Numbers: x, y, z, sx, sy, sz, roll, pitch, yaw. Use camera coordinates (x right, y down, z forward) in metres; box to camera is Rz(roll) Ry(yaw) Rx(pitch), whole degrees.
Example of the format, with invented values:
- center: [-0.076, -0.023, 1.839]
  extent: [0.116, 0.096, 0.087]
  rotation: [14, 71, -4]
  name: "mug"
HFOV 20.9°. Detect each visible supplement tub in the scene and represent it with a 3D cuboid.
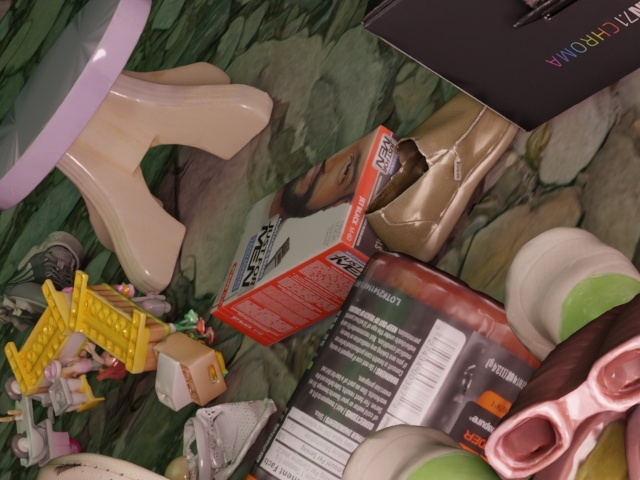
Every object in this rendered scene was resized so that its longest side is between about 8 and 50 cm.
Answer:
- center: [0.026, 0.112, 0.853]
  extent: [0.198, 0.106, 0.106]
  rotation: [-61, 21, -4]
  name: "supplement tub"

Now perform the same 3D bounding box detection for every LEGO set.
- center: [-0.141, 0.084, 1.330]
  extent: [0.287, 0.107, 0.132]
  rotation: [-25, 73, 49]
  name: "LEGO set"

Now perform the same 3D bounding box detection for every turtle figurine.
- center: [0.135, 0.103, 0.490]
  extent: [0.266, 0.274, 0.198]
  rotation: [-151, 68, -67]
  name: "turtle figurine"

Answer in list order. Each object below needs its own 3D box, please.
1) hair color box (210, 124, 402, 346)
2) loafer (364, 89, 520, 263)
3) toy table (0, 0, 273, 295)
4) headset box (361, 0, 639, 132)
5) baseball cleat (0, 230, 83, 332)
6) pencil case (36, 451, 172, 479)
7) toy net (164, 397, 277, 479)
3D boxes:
- center: [0.000, 0.000, 1.136]
  extent: [0.167, 0.053, 0.093]
  rotation: [-28, 36, 52]
  name: "hair color box"
- center: [0.076, -0.055, 1.040]
  extent: [0.148, 0.050, 0.056]
  rotation: [-62, 21, -7]
  name: "loafer"
- center: [-0.171, -0.089, 1.493]
  extent: [0.274, 0.161, 0.252]
  rotation: [-29, 36, 54]
  name: "toy table"
- center: [0.165, -0.225, 0.957]
  extent: [0.246, 0.131, 0.283]
  rotation: [-30, 36, 54]
  name: "headset box"
- center: [-0.261, 0.037, 1.653]
  extent: [0.109, 0.072, 0.206]
  rotation: [-58, 23, -15]
  name: "baseball cleat"
- center: [-0.159, 0.320, 0.910]
  extent: [0.410, 0.160, 0.183]
  rotation: [-65, 12, -16]
  name: "pencil case"
- center: [-0.117, 0.181, 1.136]
  extent: [0.232, 0.045, 0.122]
  rotation: [-48, 11, 23]
  name: "toy net"
